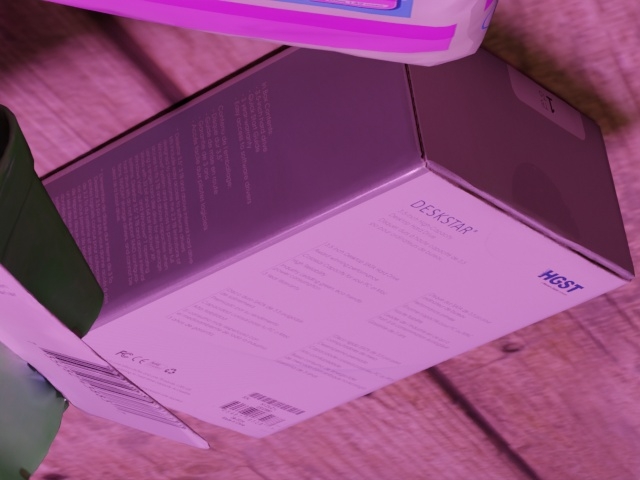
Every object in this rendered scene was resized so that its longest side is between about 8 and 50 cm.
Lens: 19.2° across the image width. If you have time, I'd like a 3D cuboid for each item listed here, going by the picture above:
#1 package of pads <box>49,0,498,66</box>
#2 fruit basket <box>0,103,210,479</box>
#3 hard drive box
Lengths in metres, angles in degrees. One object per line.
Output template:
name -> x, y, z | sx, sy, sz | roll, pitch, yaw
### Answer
package of pads -> -0.089, -0.131, 0.449 | 0.296, 0.101, 0.229 | 10, 172, 1
fruit basket -> -0.247, -0.029, 0.662 | 0.327, 0.165, 0.353 | 2, 146, 34
hard drive box -> 0.000, 0.000, 0.894 | 0.232, 0.089, 0.181 | -24, 150, 29
